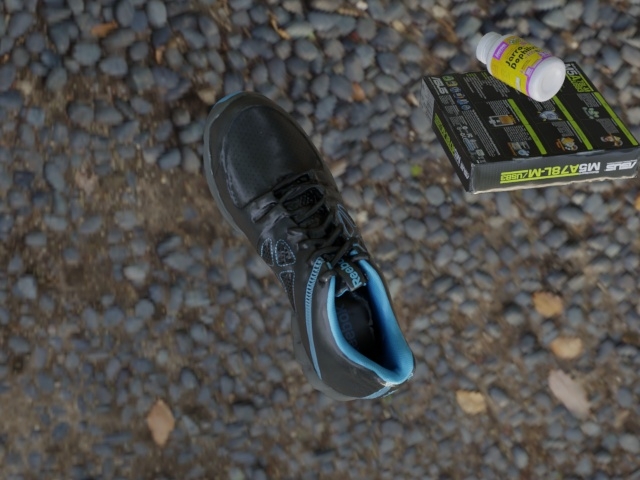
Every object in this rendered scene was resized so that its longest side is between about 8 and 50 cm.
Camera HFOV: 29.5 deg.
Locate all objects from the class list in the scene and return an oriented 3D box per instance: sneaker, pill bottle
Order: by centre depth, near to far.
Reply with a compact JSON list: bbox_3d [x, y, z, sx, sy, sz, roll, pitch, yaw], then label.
[{"bbox_3d":[0.184,-0.165,1.129,0.043,0.083,0.043,-26,134,-29],"label":"pill bottle"},{"bbox_3d":[0.000,0.000,1.212,0.125,0.139,0.341,-30,97,-22],"label":"sneaker"}]

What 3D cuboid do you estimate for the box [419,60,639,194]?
[{"bbox_3d":[0.218,-0.124,1.293,0.184,0.191,0.045,-5,127,-12],"label":"box"}]
